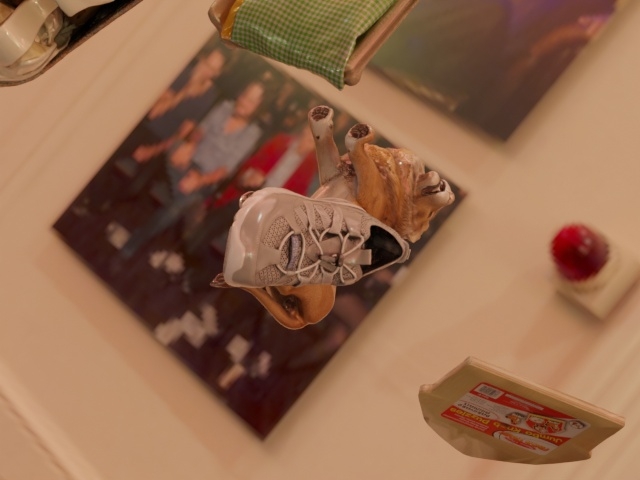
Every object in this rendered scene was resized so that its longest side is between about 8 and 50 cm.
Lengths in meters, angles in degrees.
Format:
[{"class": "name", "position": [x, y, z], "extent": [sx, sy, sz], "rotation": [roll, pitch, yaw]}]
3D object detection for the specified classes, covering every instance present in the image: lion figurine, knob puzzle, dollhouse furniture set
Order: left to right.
[{"class": "lion figurine", "position": [0.011, -0.005, 1.824], "extent": [0.142, 0.392, 0.240], "rotation": [21, -35, 34]}, {"class": "dollhouse furniture set", "position": [0.019, -0.320, 1.397], "extent": [0.197, 0.301, 0.151], "rotation": [22, -24, 40]}, {"class": "knob puzzle", "position": [0.189, 0.177, 1.452], "extent": [0.213, 0.030, 0.213], "rotation": [12, -31, 7]}]

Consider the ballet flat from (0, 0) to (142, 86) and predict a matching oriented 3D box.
[{"class": "ballet flat", "position": [-0.206, -0.191, 1.101], "extent": [0.107, 0.316, 0.106], "rotation": [47, 26, -26]}]

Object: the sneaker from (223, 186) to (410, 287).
[{"class": "sneaker", "position": [0.000, 0.000, 1.572], "extent": [0.115, 0.105, 0.281], "rotation": [18, 17, 30]}]
